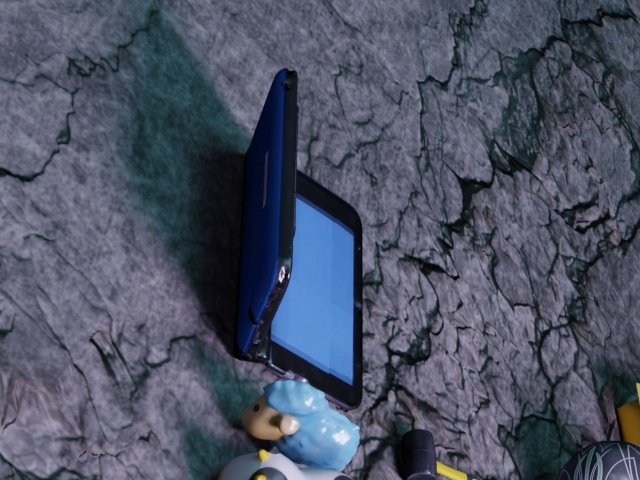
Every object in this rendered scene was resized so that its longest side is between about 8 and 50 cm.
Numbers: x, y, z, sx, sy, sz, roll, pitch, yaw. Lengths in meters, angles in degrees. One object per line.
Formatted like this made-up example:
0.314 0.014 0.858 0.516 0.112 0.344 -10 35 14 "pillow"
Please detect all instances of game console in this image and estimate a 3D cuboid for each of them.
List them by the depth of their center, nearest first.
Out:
0.000 0.000 1.630 0.173 0.250 0.293 9 53 -12 "game console"

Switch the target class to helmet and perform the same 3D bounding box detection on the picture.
0.360 0.335 1.788 0.161 0.169 0.169 54 34 -32 "helmet"

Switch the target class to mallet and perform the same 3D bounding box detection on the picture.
0.163 0.271 1.724 0.189 0.039 0.062 24 46 -42 "mallet"

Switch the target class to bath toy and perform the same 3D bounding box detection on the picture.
-0.029 0.313 1.404 0.151 0.129 0.348 5 53 -6 "bath toy"

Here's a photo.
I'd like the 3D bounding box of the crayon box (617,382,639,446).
0.526 0.332 2.037 0.318 0.081 0.202 23 50 -38 "crayon box"
